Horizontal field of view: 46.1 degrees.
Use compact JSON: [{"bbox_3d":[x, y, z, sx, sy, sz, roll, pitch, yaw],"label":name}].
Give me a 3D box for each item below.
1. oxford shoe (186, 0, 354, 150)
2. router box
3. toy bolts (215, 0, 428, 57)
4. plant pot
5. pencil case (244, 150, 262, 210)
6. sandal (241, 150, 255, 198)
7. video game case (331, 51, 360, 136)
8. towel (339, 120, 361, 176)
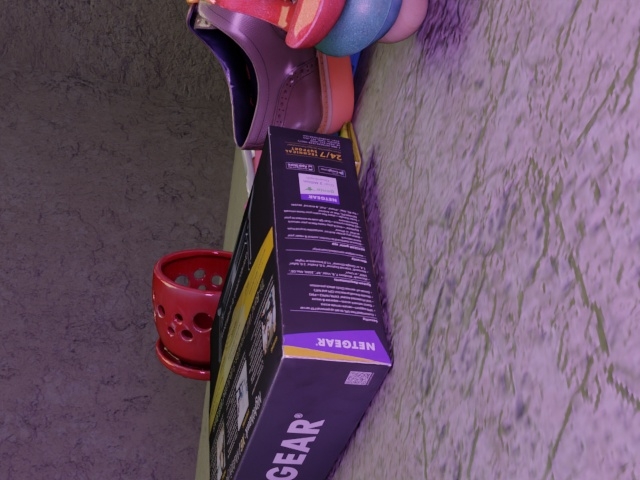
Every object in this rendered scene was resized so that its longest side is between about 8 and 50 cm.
[{"bbox_3d":[-0.067,-0.262,0.723,0.130,0.132,0.364,20,128,60],"label":"oxford shoe"},{"bbox_3d":[-0.038,0.094,0.677,0.309,0.081,0.243,112,159,-44],"label":"router box"},{"bbox_3d":[0.061,-0.215,0.482,0.218,0.158,0.229,43,122,29],"label":"toy bolts"},{"bbox_3d":[-0.188,0.124,1.248,0.191,0.191,0.174,-107,25,-68],"label":"plant pot"},{"bbox_3d":[-0.056,-0.122,0.955,0.098,0.095,0.209,-9,74,35],"label":"pencil case"},{"bbox_3d":[-0.097,-0.134,1.335,0.102,0.076,0.265,85,174,-62],"label":"sandal"},{"bbox_3d":[0.021,-0.187,0.866,0.119,0.015,0.166,-96,19,-55],"label":"video game case"},{"bbox_3d":[0.000,0.000,0.793,0.102,0.021,0.237,-99,21,-58],"label":"towel"}]
